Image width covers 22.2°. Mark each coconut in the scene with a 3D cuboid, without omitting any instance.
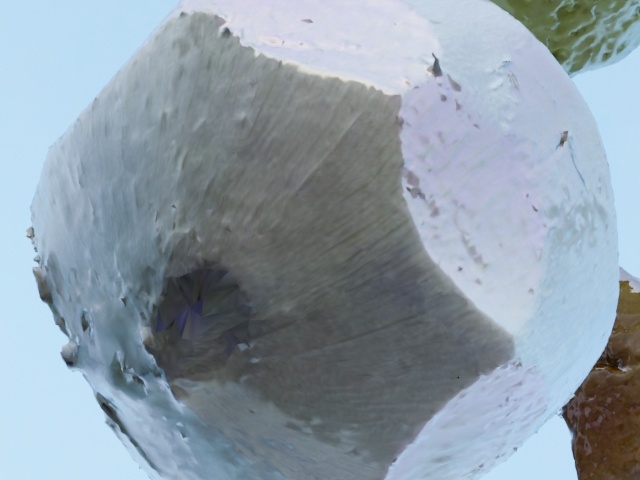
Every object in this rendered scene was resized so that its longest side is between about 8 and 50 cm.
[{"bbox_3d":[-0.002,0.000,0.655,0.227,0.230,0.227,6,-77,27],"label":"coconut"}]

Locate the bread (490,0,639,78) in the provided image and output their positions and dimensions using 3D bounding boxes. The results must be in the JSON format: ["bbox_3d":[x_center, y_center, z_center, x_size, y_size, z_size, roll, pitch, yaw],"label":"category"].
[{"bbox_3d":[0.176,-0.317,1.342,0.348,0.348,0.308,26,-62,10],"label":"bread"}]

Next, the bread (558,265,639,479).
[{"bbox_3d":[0.284,0.123,1.480,0.134,0.129,0.260,-21,-113,30],"label":"bread"}]
